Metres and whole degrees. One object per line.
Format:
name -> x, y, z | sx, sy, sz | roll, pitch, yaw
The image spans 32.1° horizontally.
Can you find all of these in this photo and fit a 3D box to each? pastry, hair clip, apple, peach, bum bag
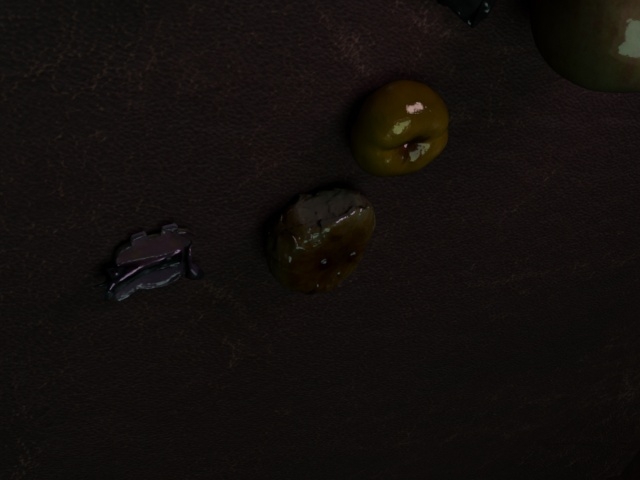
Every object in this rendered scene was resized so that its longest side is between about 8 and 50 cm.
pastry -> 0.000, 0.000, 1.932 | 0.229, 0.100, 0.218 | 8, 129, -44
hair clip -> -0.282, 0.040, 1.818 | 0.187, 0.056, 0.146 | -25, 144, -25
apple -> 0.454, -0.361, 1.714 | 0.257, 0.257, 0.234 | -12, 127, -26
peach -> 0.131, -0.181, 1.813 | 0.179, 0.103, 0.179 | -17, 143, -13
bum bag -> 0.213, -0.381, 1.681 | 0.087, 0.049, 0.198 | -42, 144, 22
